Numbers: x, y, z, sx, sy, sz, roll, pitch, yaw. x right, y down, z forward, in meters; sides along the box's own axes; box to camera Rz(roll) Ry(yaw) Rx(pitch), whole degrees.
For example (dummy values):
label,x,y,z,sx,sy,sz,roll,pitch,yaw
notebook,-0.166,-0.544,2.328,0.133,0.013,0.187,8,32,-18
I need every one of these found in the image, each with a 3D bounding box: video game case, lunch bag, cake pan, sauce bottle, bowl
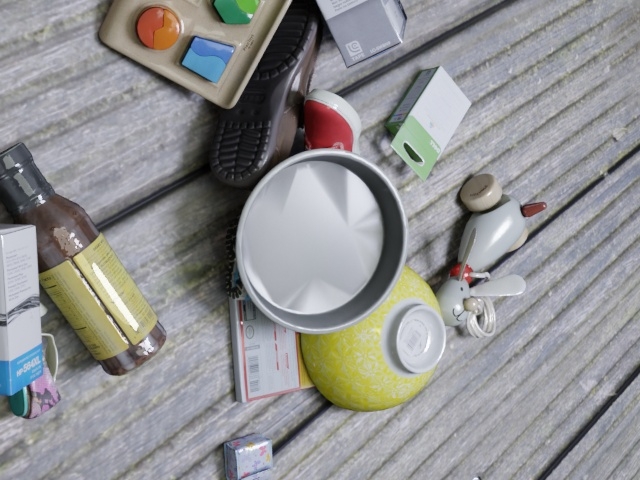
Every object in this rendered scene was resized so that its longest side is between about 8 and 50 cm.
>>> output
label,x,y,z,sx,sy,sz,roll,pitch,yaw
video game case,-0.027,0.156,1.372,0.285,0.025,0.204,-5,92,-35
lunch bag,-0.117,0.369,1.290,0.071,0.053,0.083,-8,103,-34
cake pan,0.000,0.000,1.240,0.293,0.054,0.293,-4,101,-22
sauce bottle,-0.344,0.026,1.092,0.111,0.111,0.344,-39,112,-30
bowl,0.124,0.166,1.371,0.289,0.156,0.290,0,90,-35

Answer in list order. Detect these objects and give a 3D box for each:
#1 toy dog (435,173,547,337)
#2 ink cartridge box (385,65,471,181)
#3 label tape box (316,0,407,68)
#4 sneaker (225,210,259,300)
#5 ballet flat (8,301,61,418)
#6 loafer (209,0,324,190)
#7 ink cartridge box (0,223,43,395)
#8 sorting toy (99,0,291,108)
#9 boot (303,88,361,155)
label,x,y,z,sx,sy,sz,roll,pitch,yaw
toy dog,0.345,0.022,1.538,0.220,0.161,0.334,26,66,-37
ink cartridge box,0.197,-0.223,1.514,0.109,0.062,0.209,44,66,-27
label tape box,0.028,-0.478,1.295,0.334,0.105,0.241,62,18,-19
sneaker,-0.112,0.023,1.285,0.073,0.063,0.162,17,71,-40
ballet flat,-0.406,0.132,1.075,0.079,0.076,0.222,-23,104,-52
loafer,-0.084,-0.242,1.294,0.130,0.133,0.366,51,56,-65
ink cartridge box,-0.435,0.080,0.979,0.086,0.148,0.203,-38,130,-76
sorting toy,-0.161,-0.378,1.159,0.229,0.041,0.307,27,102,-16
boot,-0.006,-0.123,1.291,0.176,0.088,0.244,-60,161,-18
